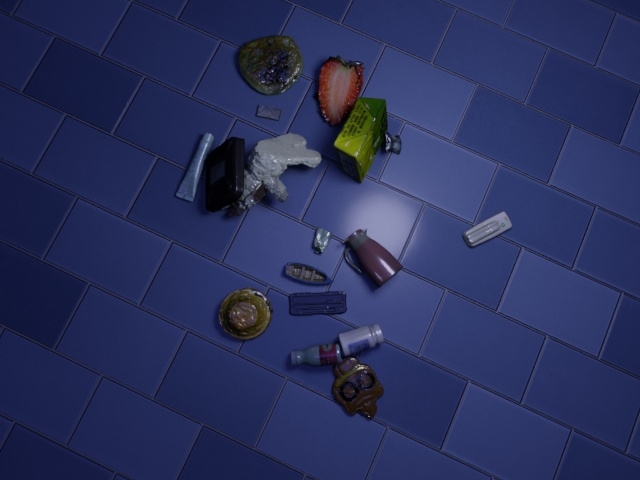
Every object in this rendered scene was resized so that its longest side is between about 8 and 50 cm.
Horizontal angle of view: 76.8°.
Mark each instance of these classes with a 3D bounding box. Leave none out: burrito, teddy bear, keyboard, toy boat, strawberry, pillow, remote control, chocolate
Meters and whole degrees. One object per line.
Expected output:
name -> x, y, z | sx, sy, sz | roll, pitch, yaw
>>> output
burrito -> 0.003, 0.001, 1.868 | 0.074, 0.044, 0.118 | 21, 81, 4
teddy bear -> -0.243, -0.288, 1.866 | 0.375, 0.362, 0.327 | -15, 55, -40
keyboard -> -0.011, 0.288, 1.844 | 0.263, 0.016, 0.106 | -2, 82, -1
toy boat -> -0.050, 0.156, 1.846 | 0.229, 0.046, 0.080 | 14, 82, 1
strawberry -> 0.089, -0.710, 1.936 | 0.234, 0.138, 0.306 | 23, 109, 21
pillow -> 0.341, -0.457, 1.896 | 0.055, 0.136, 0.091 | -35, 69, 38
toy boat -> -0.251, -0.621, 1.959 | 0.115, 0.016, 0.063 | 13, 82, 0
remote control -> 0.780, -0.051, 1.882 | 0.230, 0.049, 0.090 | -27, 86, -5
chocolate -> 0.183, -0.451, 1.808 | 0.137, 0.301, 0.288 | 25, 82, 15

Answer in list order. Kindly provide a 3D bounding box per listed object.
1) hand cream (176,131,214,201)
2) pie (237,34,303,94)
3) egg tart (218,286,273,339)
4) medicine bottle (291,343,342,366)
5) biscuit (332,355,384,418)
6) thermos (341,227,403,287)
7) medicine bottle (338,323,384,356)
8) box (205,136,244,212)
hand cream -> -0.583, -0.350, 1.898 | 0.085, 0.058, 0.331 | 20, 83, 1
pie -> -0.240, -0.858, 1.964 | 0.323, 0.070, 0.323 | 0, 84, -1
egg tart -> -0.334, 0.326, 1.795 | 0.241, 0.106, 0.240 | 1, 84, -5
medicine bottle -> -0.017, 0.509, 1.778 | 0.217, 0.090, 0.090 | -7, 83, 5
biscuit -> 0.160, 0.653, 1.788 | 0.208, 0.041, 0.290 | -31, 84, -3
thermos -> 0.222, 0.078, 1.823 | 0.265, 0.146, 0.176 | 48, 110, 13
medicine bottle -> 0.179, 0.438, 1.784 | 0.187, 0.103, 0.102 | -16, 83, -3
box -> -0.429, -0.288, 1.788 | 0.073, 0.290, 0.288 | 10, 72, -40
